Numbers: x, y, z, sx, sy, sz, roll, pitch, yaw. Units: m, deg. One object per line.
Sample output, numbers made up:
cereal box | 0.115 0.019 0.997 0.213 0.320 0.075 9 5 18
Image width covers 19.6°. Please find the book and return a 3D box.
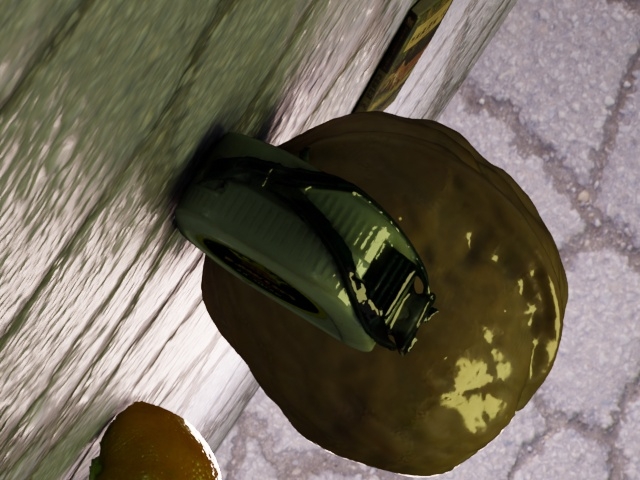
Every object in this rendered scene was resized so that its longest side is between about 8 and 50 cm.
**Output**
book | 0.103 -0.233 2.373 0.160 0.024 0.228 -47 170 -52

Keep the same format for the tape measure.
tape measure | 0.000 0.000 1.574 0.115 0.235 0.207 -58 176 -12

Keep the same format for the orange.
orange | -0.200 0.302 2.040 0.237 0.158 0.179 -55 142 -18

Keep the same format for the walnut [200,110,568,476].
walnut | 0.070 0.047 1.852 0.381 0.381 0.381 -56 175 -7
